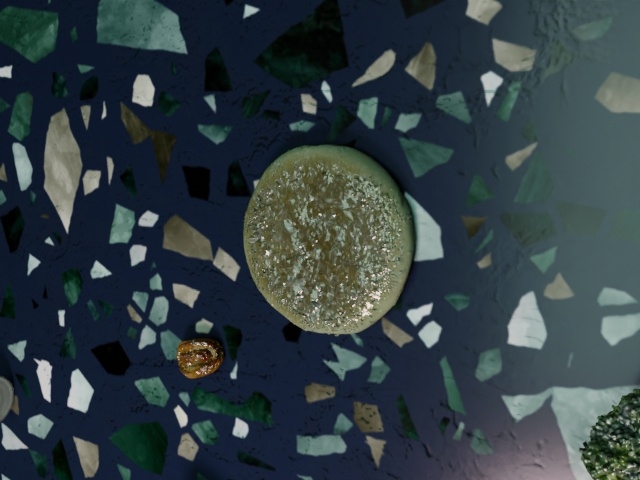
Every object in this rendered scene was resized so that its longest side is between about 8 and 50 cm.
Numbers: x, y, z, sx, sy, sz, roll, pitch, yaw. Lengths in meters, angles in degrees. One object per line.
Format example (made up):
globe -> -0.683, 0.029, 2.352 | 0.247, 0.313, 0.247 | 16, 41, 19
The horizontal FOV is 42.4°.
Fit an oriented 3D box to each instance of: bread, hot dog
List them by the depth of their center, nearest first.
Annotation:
bread -> 0.000, 0.000, 1.086 | 0.267, 0.040, 0.267 | 5, 98, 33
hot dog -> -0.183, 0.175, 1.227 | 0.083, 0.035, 0.058 | -15, 84, 33

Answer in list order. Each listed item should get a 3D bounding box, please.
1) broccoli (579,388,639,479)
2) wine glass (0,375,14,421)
broccoli -> 0.381, 0.215, 0.785 | 0.226, 0.176, 0.198 | -18, 68, 42
wine glass -> -0.706, 0.180, 1.530 | 0.309, 0.096, 0.264 | 11, 104, 33
